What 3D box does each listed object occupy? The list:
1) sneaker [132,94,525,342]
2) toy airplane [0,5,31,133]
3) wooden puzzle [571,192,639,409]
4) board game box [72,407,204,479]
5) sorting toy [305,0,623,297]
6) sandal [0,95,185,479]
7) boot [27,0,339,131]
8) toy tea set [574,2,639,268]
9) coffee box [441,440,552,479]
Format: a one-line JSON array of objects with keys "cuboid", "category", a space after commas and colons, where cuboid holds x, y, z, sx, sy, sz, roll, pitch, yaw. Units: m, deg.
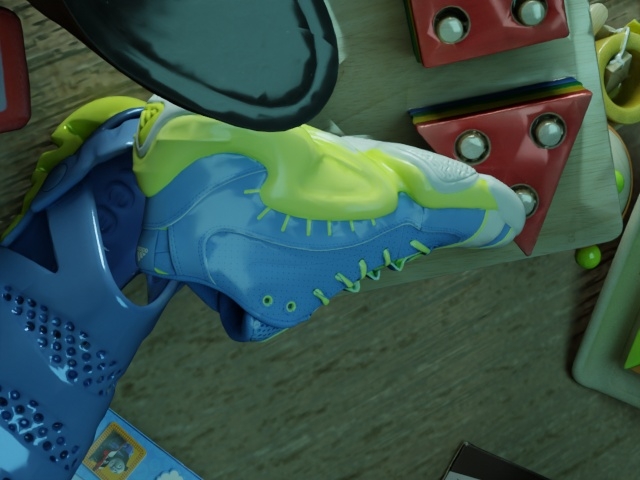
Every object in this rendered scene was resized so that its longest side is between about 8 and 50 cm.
[{"cuboid": [0.000, 0.000, 0.747, 0.240, 0.091, 0.126, 15, 90, -25], "category": "sneaker"}, {"cuboid": [-0.363, -0.067, 0.594, 0.386, 0.272, 0.384, 44, 74, -24], "category": "toy airplane"}, {"cuboid": [0.331, 0.055, 0.998, 0.238, 0.044, 0.221, 22, 107, 13], "category": "wooden puzzle"}, {"cuboid": [-0.186, 0.164, 0.839, 0.211, 0.039, 0.160, 42, 74, -23], "category": "board game box"}, {"cuboid": [0.052, -0.089, 0.846, 0.257, 0.089, 0.256, -12, 106, 2], "category": "sorting toy"}, {"cuboid": [-0.144, 0.038, 0.763, 0.126, 0.138, 0.317, 37, 64, -28], "category": "sandal"}, {"cuboid": [-0.113, -0.129, 0.685, 0.264, 0.280, 0.096, 28, 86, -2], "category": "boot"}, {"cuboid": [0.130, -0.135, 0.937, 0.336, 0.124, 0.200, 35, 78, -26], "category": "toy tea set"}, {"cuboid": [0.203, 0.255, 0.910, 0.168, 0.297, 0.119, 36, 80, -26], "category": "coffee box"}]
